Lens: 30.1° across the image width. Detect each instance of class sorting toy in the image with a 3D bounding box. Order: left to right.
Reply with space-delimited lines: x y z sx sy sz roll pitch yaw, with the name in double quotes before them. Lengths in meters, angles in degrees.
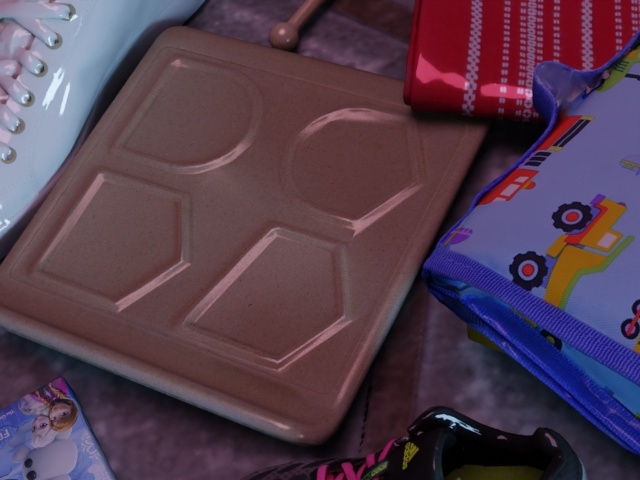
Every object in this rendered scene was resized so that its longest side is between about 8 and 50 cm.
"sorting toy" 0.000 0.000 0.614 0.307 0.041 0.229 18 59 23

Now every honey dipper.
"honey dipper" 0.021 -0.174 0.731 0.030 0.030 0.161 27 70 28

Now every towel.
"towel" 0.187 -0.139 0.644 0.274 0.031 0.199 5 58 8

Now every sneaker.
"sneaker" -0.169 -0.116 0.679 0.105 0.123 0.290 20 64 22
"sneaker" 0.035 0.106 0.501 0.170 0.075 0.063 -3 44 10

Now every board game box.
"board game box" -0.145 0.124 0.572 0.090 0.020 0.090 -31 56 -8

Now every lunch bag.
"lunch bag" 0.202 0.000 0.493 0.293 0.138 0.221 36 71 28
